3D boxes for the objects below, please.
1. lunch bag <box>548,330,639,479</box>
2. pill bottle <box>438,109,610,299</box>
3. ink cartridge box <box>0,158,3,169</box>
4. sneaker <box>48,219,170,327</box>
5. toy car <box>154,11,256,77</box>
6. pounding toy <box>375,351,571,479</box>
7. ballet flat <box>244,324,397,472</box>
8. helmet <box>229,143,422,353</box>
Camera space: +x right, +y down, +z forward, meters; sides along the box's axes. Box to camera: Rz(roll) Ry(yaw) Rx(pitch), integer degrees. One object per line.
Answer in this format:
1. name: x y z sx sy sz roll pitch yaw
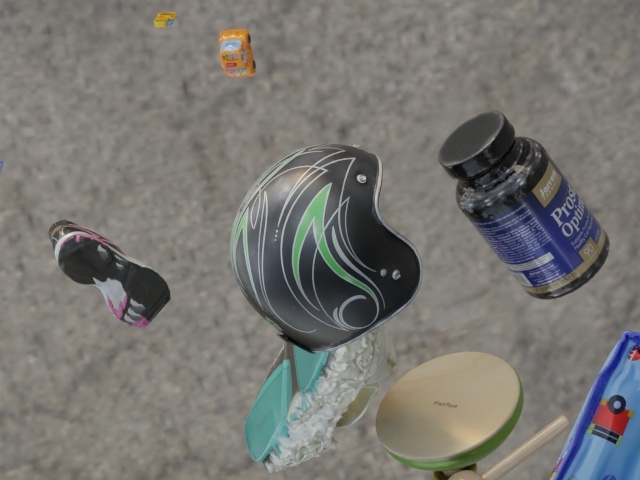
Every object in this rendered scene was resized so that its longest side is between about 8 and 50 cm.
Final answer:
1. lunch bag: 0.201 0.238 1.136 0.138 0.221 0.293 35 86 21
2. pill bottle: 0.237 -0.043 1.822 0.123 0.123 0.219 -10 128 48
3. ink cartridge box: -0.516 -0.091 1.749 0.311 0.065 0.186 23 122 -1
4. sneaker: -0.240 0.028 1.749 0.072 0.178 0.077 -42 44 0
5. toy car: -0.131 -0.212 1.713 0.122 0.040 0.060 13 120 7
6. pounding toy: 0.181 0.244 1.836 0.237 0.183 0.110 39 159 55
7. ballet flat: 0.015 0.151 1.849 0.147 0.147 0.409 57 150 19
8. helmet: 0.000 0.000 1.383 0.169 0.169 0.161 -17 112 48
